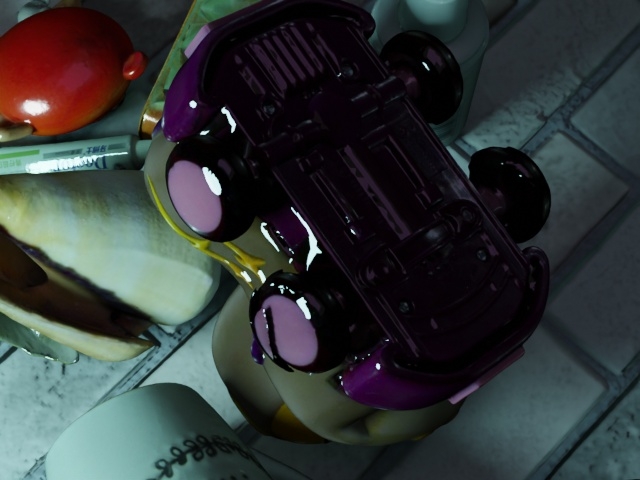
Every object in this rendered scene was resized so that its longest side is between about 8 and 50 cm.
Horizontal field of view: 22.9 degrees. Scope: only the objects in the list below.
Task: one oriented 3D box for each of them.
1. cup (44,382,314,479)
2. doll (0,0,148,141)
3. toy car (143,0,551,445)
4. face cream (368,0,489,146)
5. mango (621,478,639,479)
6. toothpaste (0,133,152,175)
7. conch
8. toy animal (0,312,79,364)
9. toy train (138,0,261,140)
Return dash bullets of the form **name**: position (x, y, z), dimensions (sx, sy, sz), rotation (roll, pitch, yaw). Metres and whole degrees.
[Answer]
- **cup**: position (-0.071, 0.232, 1.201), dimensions (0.258, 0.186, 0.234), rotation (-7, 55, -37)
- **doll**: position (-0.251, -0.152, 1.387), dimensions (0.217, 0.085, 0.183), rotation (-5, 54, 9)
- **toy car**: position (0.000, 0.000, 1.219), dimensions (0.271, 0.240, 0.341), rotation (-29, 83, -38)
- **face cream**: position (0.088, -0.167, 1.312), dimensions (0.101, 0.252, 0.101), rotation (1, 67, -2)
- **mango**: position (0.215, 0.274, 1.200), dimensions (0.236, 0.136, 0.166), rotation (-28, 68, -18)
- **toothpaste**: position (-0.222, -0.065, 1.341), dimensions (0.197, 0.029, 0.048), rotation (-7, 98, 19)
- **conch**: position (-0.195, 0.002, 1.286), dimensions (0.255, 0.127, 0.158), rotation (20, 98, -26)
- **toy animal**: position (-0.295, 0.027, 1.302), dimensions (0.219, 0.095, 0.155), rotation (13, 72, 2)
- **toy train**: position (-0.095, -0.135, 1.375), dimensions (0.072, 0.099, 0.188), rotation (20, 67, 5)
